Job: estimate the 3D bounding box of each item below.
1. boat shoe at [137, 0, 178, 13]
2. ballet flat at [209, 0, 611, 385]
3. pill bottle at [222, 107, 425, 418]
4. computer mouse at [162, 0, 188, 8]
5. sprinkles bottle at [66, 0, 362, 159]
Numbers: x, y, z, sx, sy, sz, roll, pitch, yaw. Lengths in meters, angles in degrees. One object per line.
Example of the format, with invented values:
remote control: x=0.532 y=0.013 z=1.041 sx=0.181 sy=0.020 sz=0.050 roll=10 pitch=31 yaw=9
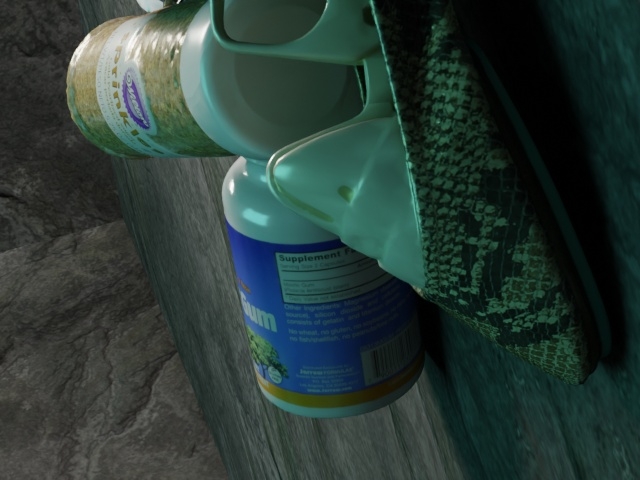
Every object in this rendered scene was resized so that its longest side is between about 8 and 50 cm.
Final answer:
boat shoe: x=-0.117 y=-0.271 z=1.825 sx=0.306 sy=0.113 sz=0.105 roll=-128 pitch=31 yaw=-57
ballet flat: x=0.028 y=-0.126 z=1.093 sx=0.164 sy=0.182 sz=0.483 roll=161 pitch=93 yaw=-82
pill bottle: x=0.000 y=0.000 z=1.490 sx=0.152 sy=0.152 sz=0.272 roll=-124 pitch=21 yaw=-59
computer mouse: x=-0.131 y=-0.337 z=1.734 sx=0.071 sy=0.041 sz=0.242 roll=12 pitch=94 yaw=52
sprinkles bottle: x=-0.086 y=-0.119 z=1.307 sx=0.355 sy=0.121 sz=0.121 roll=5 pitch=111 yaw=67
